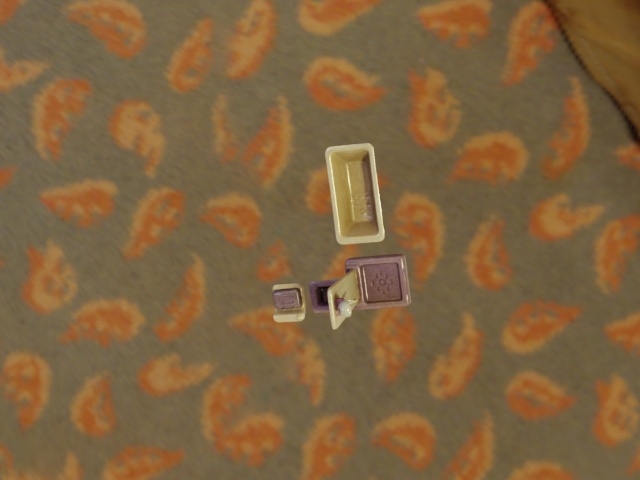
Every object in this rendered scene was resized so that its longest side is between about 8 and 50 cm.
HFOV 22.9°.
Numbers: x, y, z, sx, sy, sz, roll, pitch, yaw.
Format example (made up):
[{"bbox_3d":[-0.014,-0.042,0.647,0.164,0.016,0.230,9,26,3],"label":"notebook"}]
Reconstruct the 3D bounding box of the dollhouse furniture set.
[{"bbox_3d":[0.000,0.000,1.013,0.091,0.081,0.114,-4,101,16],"label":"dollhouse furniture set"}]
